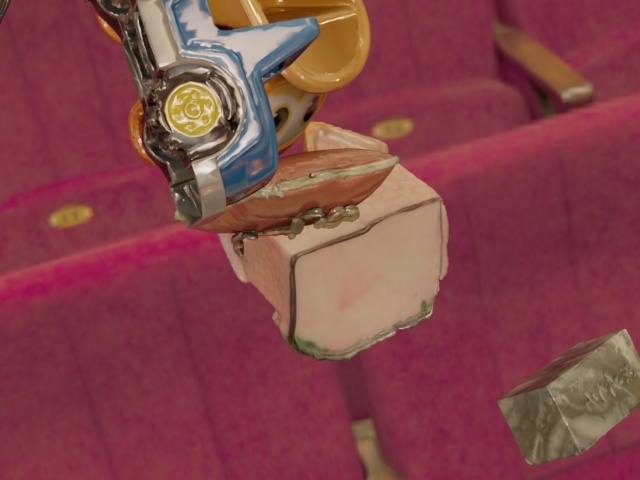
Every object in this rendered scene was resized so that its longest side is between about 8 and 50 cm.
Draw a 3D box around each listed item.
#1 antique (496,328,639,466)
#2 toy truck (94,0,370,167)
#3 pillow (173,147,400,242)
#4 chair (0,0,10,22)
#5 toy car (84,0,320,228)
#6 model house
[{"bbox_3d":[0.305,0.179,1.527,0.183,0.088,0.086,-28,1,-40],"label":"antique"},{"bbox_3d":[-0.087,-0.213,1.326,0.211,0.288,0.204,-13,8,35],"label":"toy truck"},{"bbox_3d":[-0.034,-0.039,1.272,0.171,0.075,0.179,-11,-3,-36],"label":"pillow"},{"bbox_3d":[-0.256,-0.089,0.643,0.140,0.221,0.145,13,9,-46],"label":"chair"},{"bbox_3d":[-0.061,-0.109,0.682,0.100,0.191,0.097,-18,0,-13],"label":"toy car"},{"bbox_3d":[0.000,0.000,1.678,0.237,0.202,0.237,-24,44,-23],"label":"model house"}]
